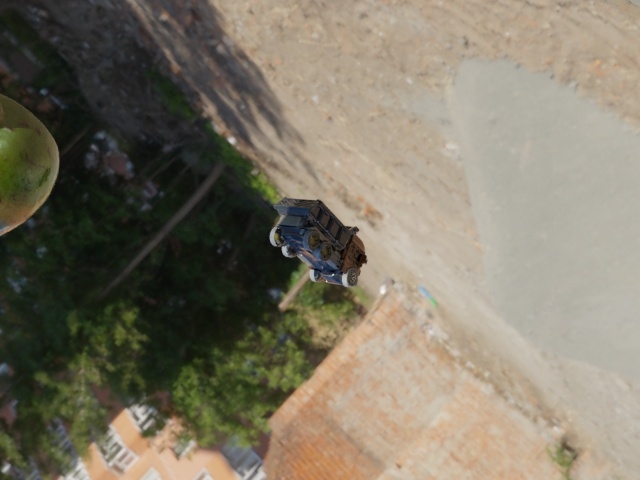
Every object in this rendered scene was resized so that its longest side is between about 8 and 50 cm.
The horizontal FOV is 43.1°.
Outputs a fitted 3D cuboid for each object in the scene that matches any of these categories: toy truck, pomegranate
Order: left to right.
[{"bbox_3d":[-0.411,-0.089,0.955,0.190,0.241,0.159,39,-140,-23],"label":"pomegranate"},{"bbox_3d":[0.000,0.000,1.313,0.083,0.092,0.192,6,153,38],"label":"toy truck"}]

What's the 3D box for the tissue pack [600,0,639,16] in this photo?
[{"bbox_3d":[0.228,-0.204,0.448,0.200,0.167,0.275,28,-158,25],"label":"tissue pack"}]
